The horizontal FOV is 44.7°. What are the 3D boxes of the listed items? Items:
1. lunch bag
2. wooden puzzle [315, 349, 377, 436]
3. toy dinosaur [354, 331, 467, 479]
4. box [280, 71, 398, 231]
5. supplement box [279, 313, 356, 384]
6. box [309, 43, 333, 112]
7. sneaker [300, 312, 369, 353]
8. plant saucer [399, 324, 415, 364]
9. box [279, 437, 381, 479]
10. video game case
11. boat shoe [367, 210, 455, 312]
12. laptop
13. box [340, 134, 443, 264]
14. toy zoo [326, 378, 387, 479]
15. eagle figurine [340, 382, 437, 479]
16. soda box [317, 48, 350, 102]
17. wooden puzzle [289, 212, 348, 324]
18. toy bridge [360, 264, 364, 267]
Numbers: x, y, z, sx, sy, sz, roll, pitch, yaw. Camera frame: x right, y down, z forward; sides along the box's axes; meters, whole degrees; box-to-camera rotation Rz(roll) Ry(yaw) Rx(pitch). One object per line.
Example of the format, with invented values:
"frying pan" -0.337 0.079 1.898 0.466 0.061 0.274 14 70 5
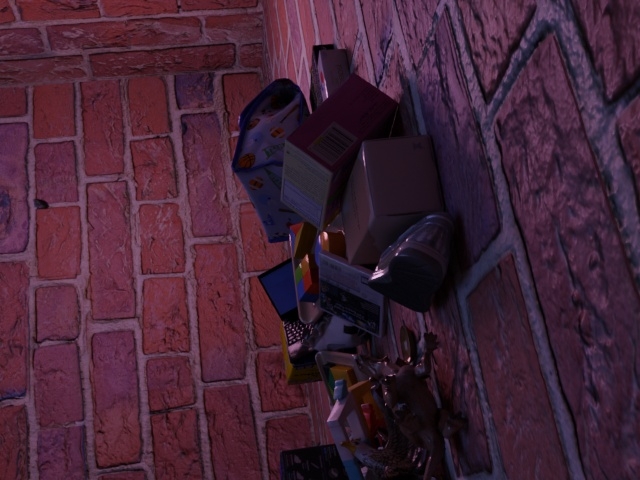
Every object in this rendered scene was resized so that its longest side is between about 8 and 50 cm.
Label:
"lunch bag" -0.100 -0.240 2.294 0.328 0.239 0.385 68 -157 -46
"wooden puzzle" 0.073 0.390 1.981 0.238 0.044 0.221 -12 98 62
"toy dinosaur" 0.169 0.301 1.386 0.200 0.127 0.296 89 163 -57
"box" 0.034 -0.173 1.575 0.117 0.213 0.243 37 156 12
"supplement box" -0.016 0.327 2.465 0.356 0.194 0.195 105 158 -70
"box" 0.021 -0.372 2.152 0.216 0.060 0.270 94 168 -56
"sneaker" 0.082 0.198 2.025 0.330 0.146 0.122 -52 13 48
"plant saucer" 0.180 0.215 1.599 0.083 0.015 0.083 175 90 -82
"box" 0.033 0.628 2.051 0.165 0.270 0.143 96 166 -57
"video game case" 0.075 0.126 1.845 0.190 0.022 0.173 23 130 31
"boat shoe" 0.160 0.043 1.329 0.103 0.118 0.320 -60 -6 -17
"laptop" -0.035 0.173 2.213 0.136 0.234 0.264 52 -166 -37
"box" 0.121 -0.064 1.423 0.311 0.121 0.148 107 156 -71
"toy zoo" 0.095 0.427 1.645 0.192 0.030 0.293 -32 -76 -62
"eagle figurine" 0.150 0.419 1.519 0.226 0.225 0.298 -39 7 37
"soda box" 0.042 -0.373 1.961 0.074 0.069 0.216 104 159 -68
"wooden puzzle" 0.000 0.000 2.006 0.348 0.080 0.322 -51 37 45
"toy bridge" 0.094 0.101 2.103 0.188 0.026 0.063 107 154 -70
